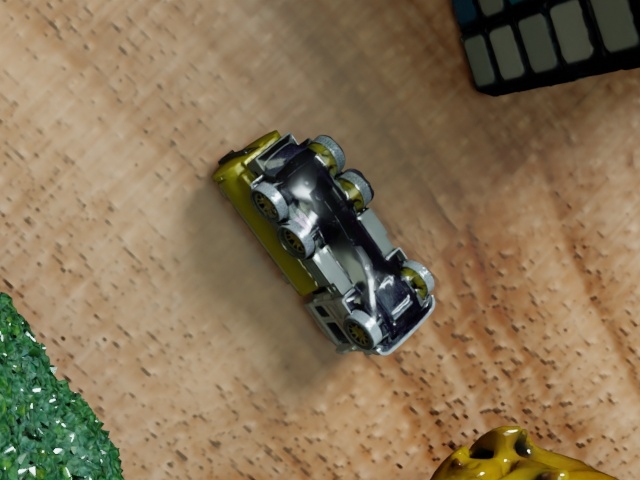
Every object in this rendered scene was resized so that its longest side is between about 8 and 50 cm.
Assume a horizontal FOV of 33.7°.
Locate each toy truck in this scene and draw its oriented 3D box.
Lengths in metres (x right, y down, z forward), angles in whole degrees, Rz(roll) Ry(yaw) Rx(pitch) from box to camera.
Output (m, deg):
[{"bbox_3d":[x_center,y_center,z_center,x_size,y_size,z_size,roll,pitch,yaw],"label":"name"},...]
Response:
[{"bbox_3d":[0.000,0.000,0.533,0.052,0.063,0.123,-41,102,-28],"label":"toy truck"}]

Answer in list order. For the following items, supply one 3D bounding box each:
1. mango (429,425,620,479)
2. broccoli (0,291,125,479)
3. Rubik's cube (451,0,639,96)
[{"bbox_3d":[0.114,0.235,0.523,0.201,0.153,0.287,-31,115,-45],"label":"mango"},{"bbox_3d":[-0.206,0.113,0.388,0.308,0.308,0.275,40,107,-11],"label":"broccoli"},{"bbox_3d":[0.161,-0.183,0.491,0.184,0.187,0.182,-19,97,-12],"label":"Rubik's cube"}]
